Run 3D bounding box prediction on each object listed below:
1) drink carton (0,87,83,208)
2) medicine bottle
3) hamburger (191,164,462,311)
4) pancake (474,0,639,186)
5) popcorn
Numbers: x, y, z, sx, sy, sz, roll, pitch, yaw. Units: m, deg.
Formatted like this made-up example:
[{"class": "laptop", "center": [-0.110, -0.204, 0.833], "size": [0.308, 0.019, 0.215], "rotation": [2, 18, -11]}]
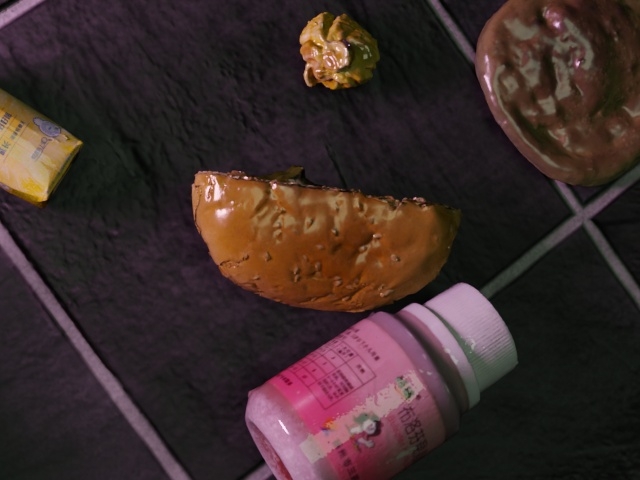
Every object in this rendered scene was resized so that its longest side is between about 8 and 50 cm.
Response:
[{"class": "drink carton", "center": [-0.319, -0.112, 1.087], "size": [0.200, 0.074, 0.084], "rotation": [32, 78, -11]}, {"class": "medicine bottle", "center": [0.060, 0.144, 1.126], "size": [0.247, 0.147, 0.147], "rotation": [-31, 93, -14]}, {"class": "hamburger", "center": [0.000, 0.000, 1.133], "size": [0.261, 0.124, 0.131], "rotation": [11, 83, -13]}, {"class": "pancake", "center": [0.280, -0.172, 1.259], "size": [0.241, 0.050, 0.242], "rotation": [1, 85, -13]}, {"class": "popcorn", "center": [0.020, -0.188, 1.179], "size": [0.084, 0.084, 0.084], "rotation": [1, 85, -14]}]
